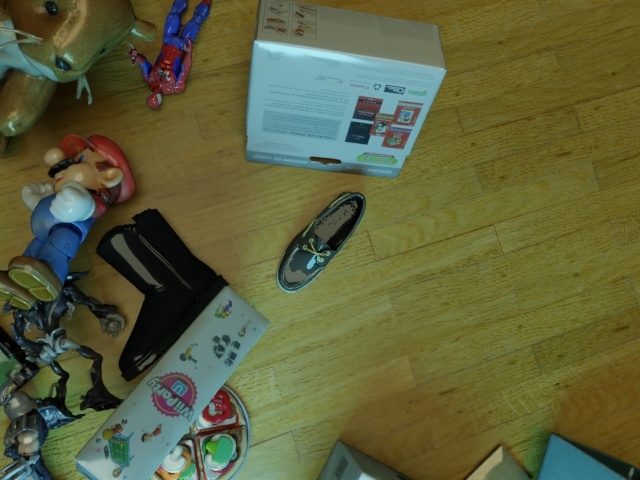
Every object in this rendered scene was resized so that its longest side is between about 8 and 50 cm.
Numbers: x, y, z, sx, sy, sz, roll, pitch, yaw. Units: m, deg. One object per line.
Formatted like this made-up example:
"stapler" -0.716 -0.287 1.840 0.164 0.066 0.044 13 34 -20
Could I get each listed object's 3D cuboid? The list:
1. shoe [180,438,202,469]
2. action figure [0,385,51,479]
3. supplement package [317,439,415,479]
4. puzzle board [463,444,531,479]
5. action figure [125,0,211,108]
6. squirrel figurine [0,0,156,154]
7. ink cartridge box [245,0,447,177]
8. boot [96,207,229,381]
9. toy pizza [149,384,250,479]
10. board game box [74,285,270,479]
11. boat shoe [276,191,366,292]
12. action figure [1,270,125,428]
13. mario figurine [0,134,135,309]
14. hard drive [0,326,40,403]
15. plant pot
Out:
"shoe" -0.275 0.416 0.971 0.081 0.063 0.178 36 76 -3
"action figure" -0.459 0.364 0.893 0.099 0.185 0.284 -12 97 -13
"supplement package" 0.115 0.505 0.951 0.263 0.199 0.198 30 81 -5
"puzzle board" 0.330 0.469 1.083 0.128 0.011 0.096 -40 93 -9
"action figure" -0.257 -0.372 1.002 0.092 0.139 0.280 18 85 -6
"squirrel figurine" -0.437 -0.358 0.858 0.371 0.281 0.396 -9 54 27
"ink cartridge box" 0.026 -0.258 1.012 0.310 0.271 0.130 6 54 -9
"boot" -0.303 0.083 0.954 0.207 0.094 0.246 44 58 -5
"toy pizza" -0.215 0.330 0.964 0.201 0.032 0.201 9 63 -18
"board game box" -0.226 0.235 0.858 0.097 0.224 0.303 40 58 -1
"boat shoe" 0.000 0.000 1.040 0.081 0.069 0.227 39 81 -4
"action figure" -0.419 0.159 0.933 0.164 0.141 0.275 -22 69 -2
"mario figurine" -0.423 -0.061 0.892 0.198 0.170 0.320 7 49 6
"hard drive" -0.672 0.175 0.927 0.237 0.064 0.339 -44 92 -9
"plant pot" 0.512 0.528 0.974 0.247 0.248 0.252 27 88 -21
